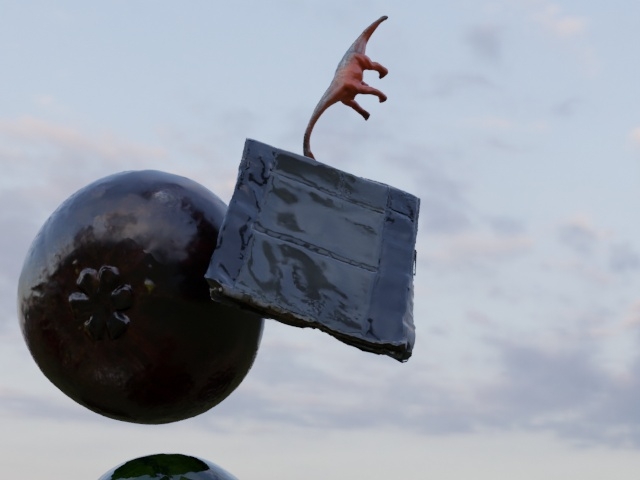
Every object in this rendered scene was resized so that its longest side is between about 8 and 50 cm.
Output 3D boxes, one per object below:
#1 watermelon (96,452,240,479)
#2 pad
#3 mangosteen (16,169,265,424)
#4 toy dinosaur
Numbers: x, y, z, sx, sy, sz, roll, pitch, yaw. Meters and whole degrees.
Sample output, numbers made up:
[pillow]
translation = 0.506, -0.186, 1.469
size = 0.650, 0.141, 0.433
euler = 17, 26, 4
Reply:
[watermelon]
translation = -0.119, 0.280, 1.115
size = 0.188, 0.215, 0.188
euler = -21, -44, -21
[pad]
translation = 0.000, 0.001, 1.130
size = 0.174, 0.233, 0.022
euler = 18, -55, -7
[mangosteen]
translation = -0.150, 0.053, 1.277
size = 0.235, 0.235, 0.261
euler = -1, -2, 17
[toy dinosaur]
translation = 0.044, -0.220, 2.000
size = 0.101, 0.280, 0.055
euler = 32, -32, -26
